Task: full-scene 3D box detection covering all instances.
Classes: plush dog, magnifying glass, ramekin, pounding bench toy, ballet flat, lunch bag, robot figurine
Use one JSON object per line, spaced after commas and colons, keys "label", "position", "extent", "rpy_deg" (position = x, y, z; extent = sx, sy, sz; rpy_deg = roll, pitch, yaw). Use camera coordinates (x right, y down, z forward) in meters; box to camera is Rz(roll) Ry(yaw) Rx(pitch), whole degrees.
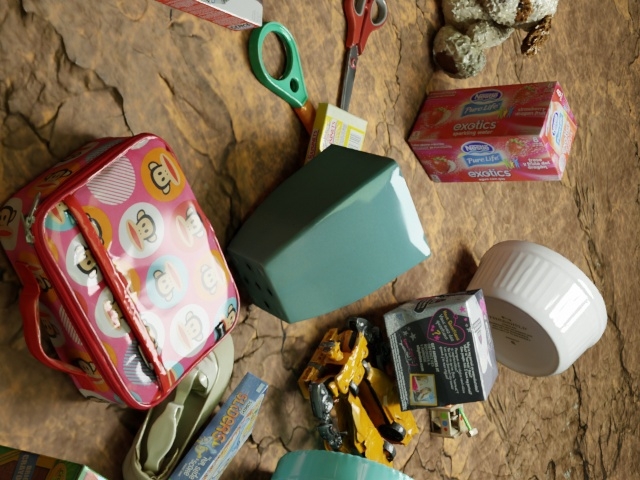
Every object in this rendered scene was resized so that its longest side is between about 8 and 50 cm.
{"label": "plush dog", "position": [0.329, -0.440, 1.820], "extent": [0.210, 0.225, 0.263], "rpy_deg": [-26, 110, -50]}
{"label": "magnifying glass", "position": [-0.039, -0.226, 1.500], "extent": [0.092, 0.026, 0.231], "rpy_deg": [-60, 135, -34]}
{"label": "ramekin", "position": [0.389, 0.140, 1.881], "extent": [0.127, 0.273, 0.273], "rpy_deg": [-47, 126, -27]}
{"label": "pounding bench toy", "position": [0.245, 0.322, 1.824], "extent": [0.052, 0.083, 0.065], "rpy_deg": [-20, 107, -51]}
{"label": "ballet flat", "position": [-0.175, 0.203, 1.260], "extent": [0.086, 0.086, 0.248], "rpy_deg": [48, 53, -41]}
{"label": "lunch bag", "position": [-0.242, 0.044, 1.167], "extent": [0.258, 0.120, 0.293], "rpy_deg": [-44, 122, -39]}
{"label": "robot figurine", "position": [0.058, 0.262, 1.578], "extent": [0.211, 0.085, 0.291], "rpy_deg": [-57, 132, -37]}

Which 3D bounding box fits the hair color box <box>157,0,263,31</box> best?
{"label": "hair color box", "position": [-0.148, -0.348, 1.335], "extent": [0.167, 0.053, 0.093], "rpy_deg": [8, 83, -54]}

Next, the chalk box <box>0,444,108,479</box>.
{"label": "chalk box", "position": [-0.271, 0.308, 1.037], "extent": [0.132, 0.213, 0.132], "rpy_deg": [49, 53, -41]}

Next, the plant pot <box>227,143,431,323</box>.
{"label": "plant pot", "position": [0.000, 0.000, 1.419], "extent": [0.234, 0.165, 0.166], "rpy_deg": [-35, 119, -22]}

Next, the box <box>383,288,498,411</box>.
{"label": "box", "position": [0.205, 0.172, 1.641], "extent": [0.247, 0.142, 0.163], "rpy_deg": [-6, 86, -77]}

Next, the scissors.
{"label": "scissors", "position": [0.047, -0.310, 1.624], "extent": [0.109, 0.021, 0.297], "rpy_deg": [46, 56, -45]}

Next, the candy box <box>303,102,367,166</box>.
{"label": "candy box", "position": [0.013, -0.099, 1.541], "extent": [0.105, 0.027, 0.206], "rpy_deg": [16, 86, -48]}

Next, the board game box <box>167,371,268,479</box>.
{"label": "board game box", "position": [-0.143, 0.281, 1.291], "extent": [0.201, 0.035, 0.136], "rpy_deg": [-53, 169, -38]}

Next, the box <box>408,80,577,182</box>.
{"label": "box", "position": [0.303, -0.188, 1.760], "extent": [0.123, 0.256, 0.128], "rpy_deg": [53, 51, -41]}

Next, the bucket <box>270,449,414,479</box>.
{"label": "bucket", "position": [0.028, 0.428, 1.396], "extent": [0.281, 0.281, 0.183], "rpy_deg": [50, 47, -40]}
